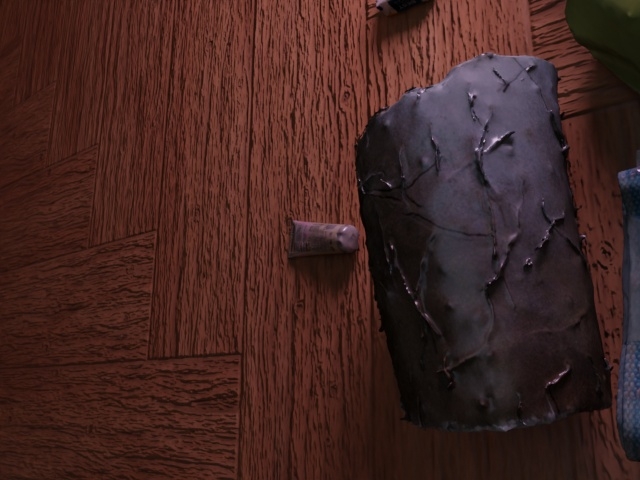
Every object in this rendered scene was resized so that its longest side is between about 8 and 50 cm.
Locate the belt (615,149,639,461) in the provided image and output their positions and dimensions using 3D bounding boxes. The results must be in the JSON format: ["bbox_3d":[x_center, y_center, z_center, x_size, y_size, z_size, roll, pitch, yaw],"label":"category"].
[{"bbox_3d":[0.322,0.055,0.568,0.072,0.087,0.302,-6,75,47],"label":"belt"}]

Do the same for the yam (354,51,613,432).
[{"bbox_3d":[0.163,0.014,0.634,0.241,0.241,0.348,-18,70,36],"label":"yam"}]

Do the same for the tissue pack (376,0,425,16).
[{"bbox_3d":[0.123,-0.368,0.880,0.083,0.042,0.062,-11,70,38],"label":"tissue pack"}]

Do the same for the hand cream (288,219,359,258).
[{"bbox_3d":[0.000,0.000,0.896,0.143,0.039,0.061,1,86,50],"label":"hand cream"}]

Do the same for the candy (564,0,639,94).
[{"bbox_3d":[0.372,-0.160,0.551,0.132,0.142,0.343,-57,48,30],"label":"candy"}]
